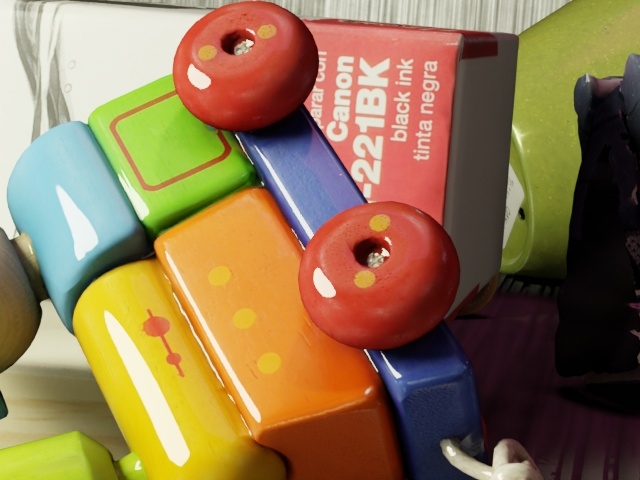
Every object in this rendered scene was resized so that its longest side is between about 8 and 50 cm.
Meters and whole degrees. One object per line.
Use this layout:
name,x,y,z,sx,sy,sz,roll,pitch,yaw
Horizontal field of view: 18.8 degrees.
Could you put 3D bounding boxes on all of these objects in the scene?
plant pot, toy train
plant pot,0.243,-0.079,1.309,0.293,0.275,0.275,-15,12,-18
toy train,-0.022,0.058,0.520,0.143,0.105,0.248,-25,53,-8

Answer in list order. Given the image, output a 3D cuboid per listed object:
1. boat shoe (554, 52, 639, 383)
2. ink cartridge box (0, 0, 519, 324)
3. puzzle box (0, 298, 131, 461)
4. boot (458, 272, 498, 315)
boat shoe,0.273,-0.013,0.935,0.340,0.158,0.127,1,-5,-23
ink cartridge box,-0.065,-0.042,0.805,0.272,0.114,0.197,5,7,11
puzzle box,-0.186,0.040,0.745,0.409,0.052,0.272,5,7,6
boot,0.000,0.000,1.157,0.197,0.073,0.152,24,-17,-6
